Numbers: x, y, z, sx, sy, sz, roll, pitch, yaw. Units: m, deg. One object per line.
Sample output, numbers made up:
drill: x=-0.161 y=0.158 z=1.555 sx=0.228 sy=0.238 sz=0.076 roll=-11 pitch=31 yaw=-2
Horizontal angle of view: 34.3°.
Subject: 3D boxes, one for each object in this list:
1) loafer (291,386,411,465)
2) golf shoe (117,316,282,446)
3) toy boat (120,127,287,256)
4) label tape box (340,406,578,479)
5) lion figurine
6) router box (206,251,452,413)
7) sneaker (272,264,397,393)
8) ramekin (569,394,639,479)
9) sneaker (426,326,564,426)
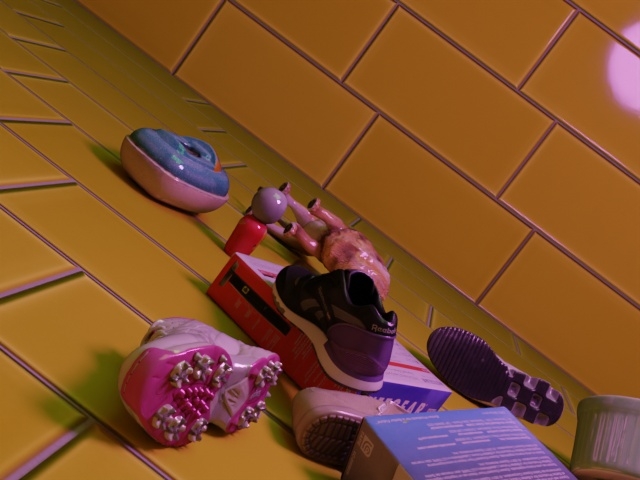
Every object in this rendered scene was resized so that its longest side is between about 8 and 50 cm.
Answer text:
loafer: x=0.067 y=0.245 z=1.336 sx=0.268 sy=0.102 sz=0.092 roll=29 pitch=18 yaw=-38
golf shoe: x=-0.151 y=0.138 z=1.089 sx=0.140 sy=0.115 sz=0.306 roll=29 pitch=-1 yaw=19
toy boat: x=-0.208 y=-0.107 z=1.935 sx=0.318 sy=0.148 sz=0.267 roll=40 pitch=9 yaw=19
label tape box: x=0.210 y=0.333 z=1.184 sx=0.240 sy=0.106 sz=0.334 roll=3 pitch=28 yaw=-34
lion figurine: x=0.000 y=0.000 z=2.240 sx=0.240 sy=0.142 sz=0.392 roll=40 pitch=2 yaw=-28
router box: x=0.021 y=0.163 z=1.641 sx=0.301 sy=0.082 sz=0.335 roll=42 pitch=10 yaw=29
sneaker: x=0.030 y=0.083 z=1.418 sx=0.107 sy=0.124 sz=0.283 roll=10 pitch=21 yaw=-31
ramekin: x=0.648 y=0.438 z=2.074 sx=0.303 sy=0.148 sz=0.303 roll=19 pitch=-21 yaw=7
sneaker: x=0.349 y=0.292 z=2.215 sx=0.330 sy=0.122 sz=0.146 roll=34 pitch=-9 yaw=-12
